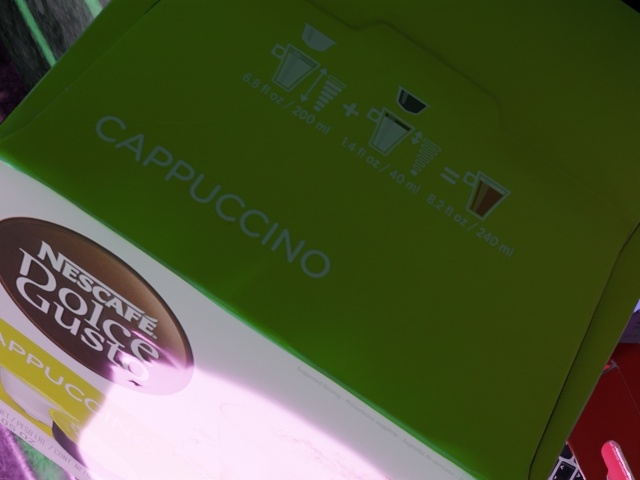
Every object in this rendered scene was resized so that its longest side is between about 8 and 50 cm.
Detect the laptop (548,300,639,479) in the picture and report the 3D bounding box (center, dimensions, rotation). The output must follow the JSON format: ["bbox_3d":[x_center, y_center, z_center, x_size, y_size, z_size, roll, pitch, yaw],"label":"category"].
[{"bbox_3d":[0.134,0.093,1.242,0.236,0.408,0.382,33,174,-26],"label":"laptop"}]

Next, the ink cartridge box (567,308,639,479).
[{"bbox_3d":[0.248,0.104,0.952,0.134,0.231,0.078,65,160,-6],"label":"ink cartridge box"}]

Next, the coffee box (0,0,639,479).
[{"bbox_3d":[0.000,0.000,0.938,0.338,0.338,0.334,34,148,1],"label":"coffee box"}]
